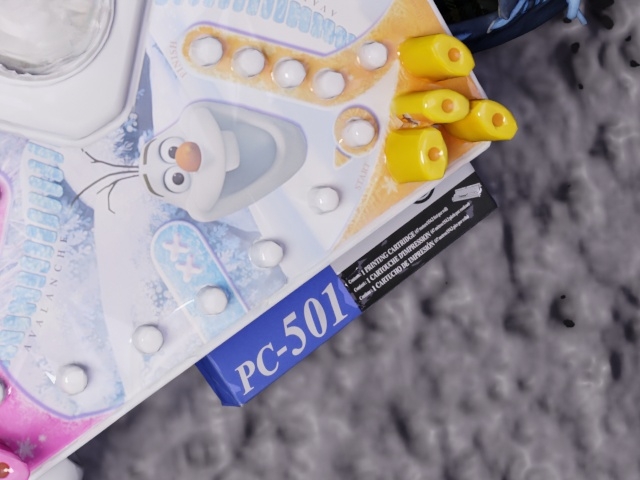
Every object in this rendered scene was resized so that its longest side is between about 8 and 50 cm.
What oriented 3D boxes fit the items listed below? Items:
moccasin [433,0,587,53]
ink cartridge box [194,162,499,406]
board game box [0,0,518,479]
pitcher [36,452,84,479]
[{"bbox_3d":[0.090,-0.163,0.883,0.342,0.117,0.137,-34,99,-19],"label":"moccasin"},{"bbox_3d":[0.000,0.000,0.878,0.207,0.046,0.097,-36,98,-19],"label":"ink cartridge box"},{"bbox_3d":[-0.136,-0.114,0.680,0.390,0.050,0.390,-36,105,-20],"label":"board game box"},{"bbox_3d":[-0.242,0.138,0.738,0.207,0.125,0.178,-42,106,-8],"label":"pitcher"}]
